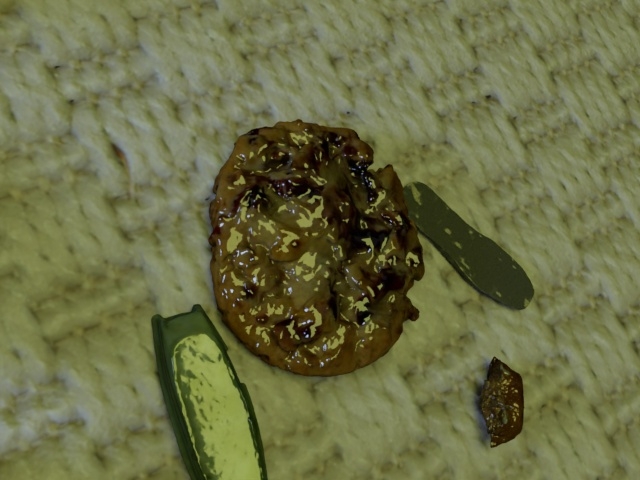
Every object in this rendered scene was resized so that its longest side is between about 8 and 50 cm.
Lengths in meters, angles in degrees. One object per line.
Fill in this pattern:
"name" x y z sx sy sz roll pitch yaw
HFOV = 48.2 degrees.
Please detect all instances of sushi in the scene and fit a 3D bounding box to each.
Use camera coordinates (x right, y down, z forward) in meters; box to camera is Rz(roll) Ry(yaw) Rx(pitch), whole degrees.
"sushi" 0.233 0.213 0.935 0.060 0.061 0.118 13 48 -9

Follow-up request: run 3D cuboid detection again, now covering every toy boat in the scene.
"toy boat" -0.112 0.209 0.790 0.093 0.055 0.293 -15 79 -23

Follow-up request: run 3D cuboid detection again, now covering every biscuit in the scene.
"biscuit" 0.004 0.000 0.896 0.289 0.081 0.334 -6 77 -23

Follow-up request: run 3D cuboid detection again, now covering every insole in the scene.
"insole" 0.206 0.011 1.012 0.248 0.011 0.081 42 62 -6
